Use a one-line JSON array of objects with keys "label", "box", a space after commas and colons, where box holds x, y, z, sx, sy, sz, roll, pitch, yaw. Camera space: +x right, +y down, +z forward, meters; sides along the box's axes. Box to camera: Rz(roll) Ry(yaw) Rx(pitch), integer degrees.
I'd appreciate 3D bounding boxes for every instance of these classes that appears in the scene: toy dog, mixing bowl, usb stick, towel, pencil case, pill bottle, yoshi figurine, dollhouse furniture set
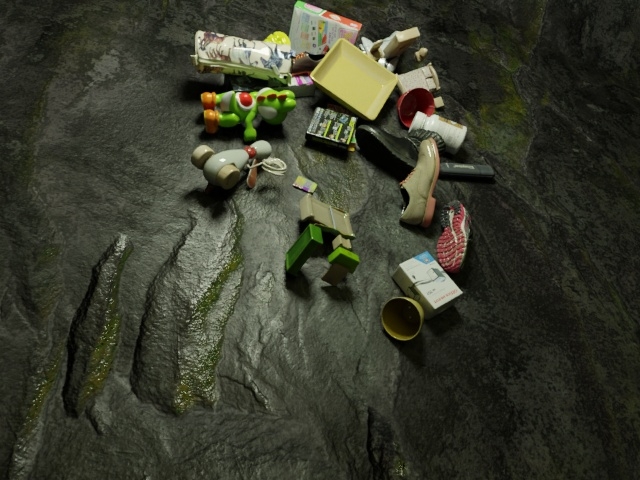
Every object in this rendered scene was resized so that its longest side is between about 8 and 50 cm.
[{"label": "toy dog", "box": [-0.308, -0.253, 1.685, 0.333, 0.161, 0.220, -8, 52, -40]}, {"label": "mixing bowl", "box": [0.419, -0.614, 2.155, 0.181, 0.181, 0.098, -5, 26, -20]}, {"label": "usb stick", "box": [0.622, -0.301, 2.032, 0.278, 0.045, 0.077, 1, 54, -15]}, {"label": "towel", "box": [-0.058, -0.212, 1.788, 0.083, 0.009, 0.060, 23, 50, 1]}, {"label": "pencil case", "box": [-0.309, -0.732, 1.899, 0.410, 0.160, 0.183, 3, 38, -14]}, {"label": "pill bottle", "box": [0.517, -0.482, 2.085, 0.229, 0.131, 0.131, 22, 50, 1]}, {"label": "yoshi figurine", "box": [-0.278, -0.512, 1.874, 0.362, 0.203, 0.203, -8, 27, -6]}, {"label": "dollhouse furniture set", "box": [0.000, 0.000, 1.607, 0.197, 0.151, 0.301, 26, 29, -22]}, {"label": "dollhouse furniture set", "box": [0.418, -0.775, 2.201, 0.303, 0.174, 0.355, -22, 90, -14]}]

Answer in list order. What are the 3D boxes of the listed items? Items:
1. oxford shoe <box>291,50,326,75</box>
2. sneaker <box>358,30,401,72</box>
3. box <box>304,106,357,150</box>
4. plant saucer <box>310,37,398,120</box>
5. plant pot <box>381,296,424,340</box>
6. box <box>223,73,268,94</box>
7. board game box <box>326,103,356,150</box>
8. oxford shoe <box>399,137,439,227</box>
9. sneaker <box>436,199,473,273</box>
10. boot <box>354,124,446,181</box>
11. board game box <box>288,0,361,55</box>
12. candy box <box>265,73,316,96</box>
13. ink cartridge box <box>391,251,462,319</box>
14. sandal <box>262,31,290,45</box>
[{"label": "oxford shoe", "box": [-0.101, -0.791, 2.070, 0.271, 0.098, 0.097, -9, 56, -24]}, {"label": "sneaker", "box": [0.302, -0.982, 2.404, 0.210, 0.137, 0.366, 20, 54, -4]}, {"label": "box", "box": [0.046, -0.466, 1.953, 0.184, 0.045, 0.191, 17, 51, 0]}, {"label": "plant saucer", "box": [0.146, -0.705, 2.104, 0.333, 0.081, 0.333, 34, 59, -5]}, {"label": "plant pot", "box": [0.272, 0.236, 1.475, 0.134, 0.134, 0.095, 48, 29, 21]}, {"label": "box", "box": [-0.316, -0.651, 1.998, 0.156, 0.093, 0.158, -9, 58, -23]}, {"label": "board game box", "box": [0.088, -0.491, 2.032, 0.124, 0.039, 0.259, 8, 54, -10]}, {"label": "oxford shoe", "box": [0.371, -0.229, 1.786, 0.130, 0.123, 0.348, 8, 78, -3]}, {"label": "sneaker", "box": [0.514, -0.009, 1.736, 0.112, 0.121, 0.299, 35, 53, -28]}, {"label": "boot", "box": [0.336, -0.411, 1.974, 0.348, 0.131, 0.260, 39, 59, 1]}, {"label": "board game box", "box": [0.009, -0.959, 2.236, 0.316, 0.242, 0.064, 20, 50, -2]}, {"label": "candy box", "box": [-0.156, -0.716, 2.108, 0.233, 0.071, 0.159, -13, 58, -26]}, {"label": "ink cartridge box", "box": [0.358, 0.149, 1.584, 0.139, 0.082, 0.191, -22, 61, -29]}, {"label": "sandal", "box": [-0.287, -0.838, 2.134, 0.317, 0.138, 0.126, -24, 89, -28]}]
